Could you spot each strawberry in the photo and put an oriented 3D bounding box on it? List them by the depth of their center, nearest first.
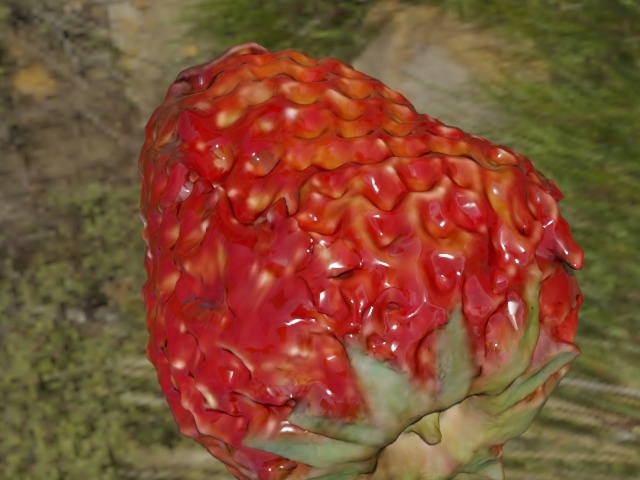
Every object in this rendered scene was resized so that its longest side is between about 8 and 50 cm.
[{"bbox_3d":[0.000,0.000,0.813,0.244,0.205,0.205,62,143,31],"label":"strawberry"}]
